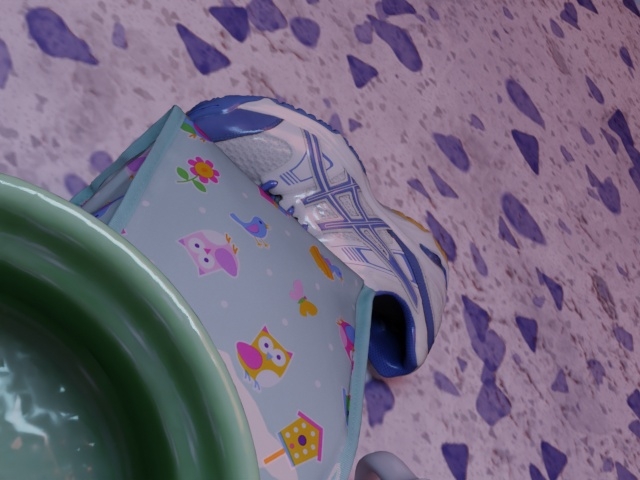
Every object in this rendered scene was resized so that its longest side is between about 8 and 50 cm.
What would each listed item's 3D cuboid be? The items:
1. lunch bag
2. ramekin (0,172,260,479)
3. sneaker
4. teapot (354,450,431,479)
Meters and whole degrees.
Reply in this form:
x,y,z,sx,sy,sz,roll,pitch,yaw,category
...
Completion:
x,y,z,sx,sy,sz,roll,pitch,yaw,category
-0.091,0.079,0.710,0.223,0.160,0.262,42,33,-20,lunch bag
-0.188,0.125,0.476,0.303,0.148,0.303,3,80,-17,ramekin
0.000,0.000,0.908,0.296,0.112,0.131,37,41,-23,sneaker
0.088,0.297,0.733,0.252,0.187,0.256,29,55,8,teapot
